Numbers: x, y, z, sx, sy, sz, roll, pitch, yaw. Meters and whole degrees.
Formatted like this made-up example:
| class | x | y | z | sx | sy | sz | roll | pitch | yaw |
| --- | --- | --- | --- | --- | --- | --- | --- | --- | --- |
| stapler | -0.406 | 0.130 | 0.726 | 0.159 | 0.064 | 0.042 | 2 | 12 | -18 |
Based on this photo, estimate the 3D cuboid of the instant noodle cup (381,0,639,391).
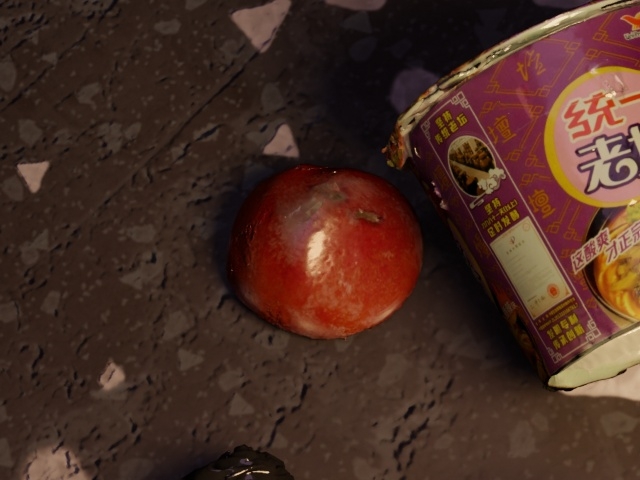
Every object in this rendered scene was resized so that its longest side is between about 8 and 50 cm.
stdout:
| class | x | y | z | sx | sy | sz | roll | pitch | yaw |
| --- | --- | --- | --- | --- | --- | --- | --- | --- | --- |
| instant noodle cup | 0.255 | -0.031 | 1.685 | 0.340 | 0.340 | 0.266 | -22 | 75 | -2 |

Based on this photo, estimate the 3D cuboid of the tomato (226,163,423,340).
| class | x | y | z | sx | sy | sz | roll | pitch | yaw |
| --- | --- | --- | --- | --- | --- | --- | --- | --- | --- |
| tomato | 0.000 | 0.000 | 1.809 | 0.189 | 0.099 | 0.173 | 17 | 68 | 13 |

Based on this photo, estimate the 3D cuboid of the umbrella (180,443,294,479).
| class | x | y | z | sx | sy | sz | roll | pitch | yaw |
| --- | --- | --- | --- | --- | --- | --- | --- | --- | --- |
| umbrella | -0.126 | 0.341 | 1.683 | 0.118 | 0.118 | 0.340 | 26 | 81 | 18 |
